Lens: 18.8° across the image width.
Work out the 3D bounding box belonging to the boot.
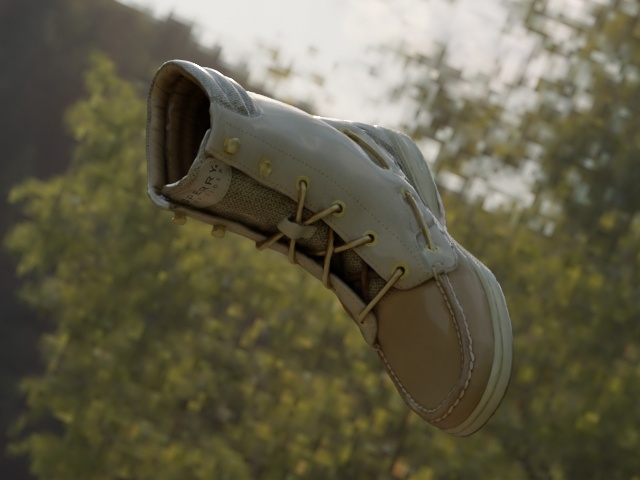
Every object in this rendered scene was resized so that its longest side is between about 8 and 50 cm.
[{"bbox_3d":[0.000,0.000,1.197,0.203,0.095,0.262,19,35,-36],"label":"boot"}]
